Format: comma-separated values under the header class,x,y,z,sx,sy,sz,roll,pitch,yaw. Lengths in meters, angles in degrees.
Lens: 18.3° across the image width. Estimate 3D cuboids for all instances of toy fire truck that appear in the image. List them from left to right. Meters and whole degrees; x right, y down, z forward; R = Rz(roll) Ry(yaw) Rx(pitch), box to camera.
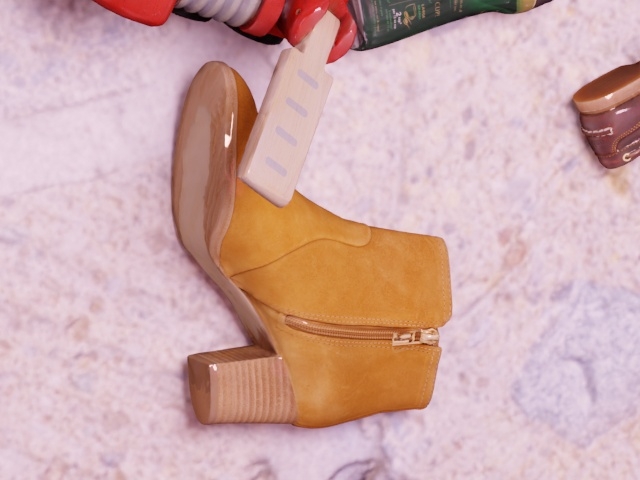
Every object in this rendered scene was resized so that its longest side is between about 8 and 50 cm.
class,x,y,z,sx,sy,sz,roll,pitch,yaw
toy fire truck,-0.072,-0.160,1.381,0.217,0.246,0.158,16,115,-27

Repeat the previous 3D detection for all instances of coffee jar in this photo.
class,x,y,z,sx,sy,sz,roll,pitch,yaw
coffee jar,0.099,-0.212,1.545,0.184,0.079,0.096,-14,100,-17

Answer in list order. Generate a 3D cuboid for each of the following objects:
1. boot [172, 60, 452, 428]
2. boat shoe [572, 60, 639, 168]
class,x,y,z,sx,sy,sz,roll,pitch,yaw
boot,0.000,0.001,1.539,0.211,0.104,0.295,-7,105,-24
boat shoe,0.306,-0.132,1.639,0.207,0.073,0.073,-28,108,-7
